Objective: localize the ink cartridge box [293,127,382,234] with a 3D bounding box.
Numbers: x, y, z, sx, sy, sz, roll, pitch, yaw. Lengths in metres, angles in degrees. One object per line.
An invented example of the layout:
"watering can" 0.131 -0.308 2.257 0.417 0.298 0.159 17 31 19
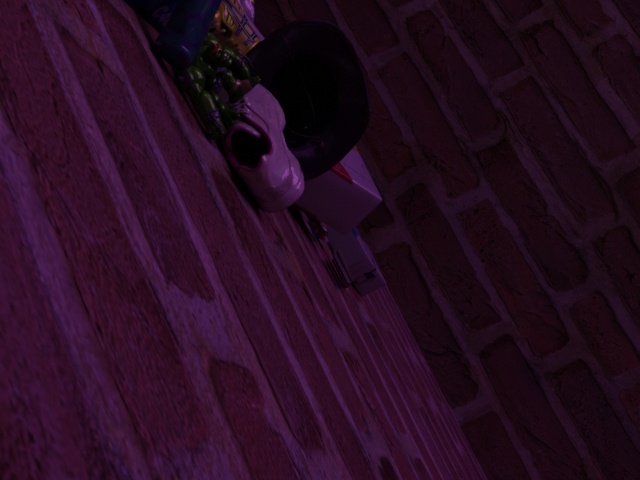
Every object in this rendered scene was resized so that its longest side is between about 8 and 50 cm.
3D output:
"ink cartridge box" -0.016 -0.188 1.996 0.226 0.131 0.306 29 28 -39

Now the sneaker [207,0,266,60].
"sneaker" -0.207 -0.442 1.992 0.147 0.145 0.384 0 59 -48

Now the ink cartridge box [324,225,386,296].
"ink cartridge box" 0.092 0.044 2.362 0.139 0.082 0.190 65 8 32

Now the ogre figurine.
"ogre figurine" -0.172 -0.259 1.436 0.118 0.097 0.197 48 57 -30

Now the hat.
"hat" -0.061 -0.276 1.771 0.134 0.331 0.331 8 -43 52

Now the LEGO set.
"LEGO set" 0.000 0.000 2.067 0.182 0.060 0.244 102 -37 -82

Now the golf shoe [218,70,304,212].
"golf shoe" -0.122 -0.195 1.512 0.306 0.115 0.140 64 9 31

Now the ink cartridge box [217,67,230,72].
"ink cartridge box" -0.209 -0.344 1.672 0.097 0.046 0.207 55 8 3

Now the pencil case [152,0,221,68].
"pencil case" -0.201 -0.344 1.361 0.070 0.151 0.064 19 -14 22

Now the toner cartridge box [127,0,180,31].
"toner cartridge box" -0.292 -0.443 1.368 0.165 0.075 0.348 61 6 7
